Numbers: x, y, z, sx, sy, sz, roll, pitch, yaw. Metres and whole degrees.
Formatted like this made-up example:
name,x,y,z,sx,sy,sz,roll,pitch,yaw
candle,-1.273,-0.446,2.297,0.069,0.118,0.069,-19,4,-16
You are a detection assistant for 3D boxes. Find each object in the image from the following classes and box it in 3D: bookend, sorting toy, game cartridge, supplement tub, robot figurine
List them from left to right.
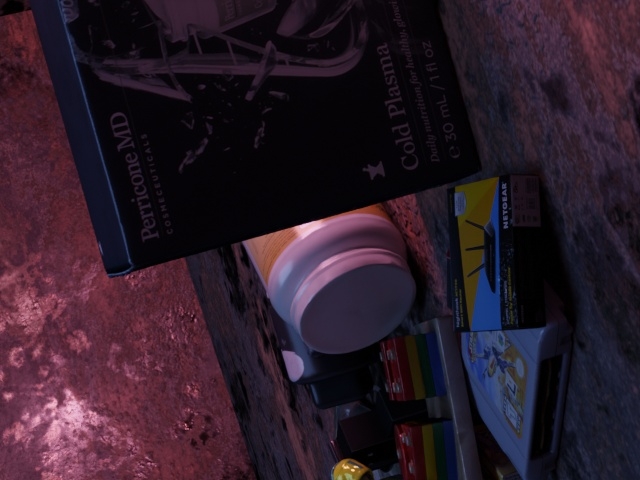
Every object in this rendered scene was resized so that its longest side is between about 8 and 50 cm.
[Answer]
name,x,y,z,sx,sy,sz,roll,pitch,yaw
supplement tub,0.000,0.000,2.057,0.228,0.228,0.316,91,158,-46
robot figurine,0.009,0.148,2.291,0.209,0.173,0.278,-19,86,64
bookend,0.102,0.304,2.134,0.157,0.156,0.072,97,153,-53
sorting toy,0.151,0.247,1.889,0.257,0.089,0.255,119,141,-83
game cartridge,0.244,0.149,1.672,0.198,0.062,0.297,-127,26,-44

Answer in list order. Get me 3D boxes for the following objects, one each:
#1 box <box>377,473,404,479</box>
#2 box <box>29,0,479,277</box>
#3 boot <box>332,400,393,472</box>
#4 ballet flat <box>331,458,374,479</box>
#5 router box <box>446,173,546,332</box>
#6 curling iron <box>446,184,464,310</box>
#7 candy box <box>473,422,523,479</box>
name,x,y,z,sx,sy,sz,roll,pitch,yaw
box,0.150,0.543,2.277,0.213,0.117,0.243,151,102,-74
box,-0.107,-0.244,1.728,0.297,0.471,0.480,168,86,-75
boot,0.090,0.384,2.448,0.208,0.076,0.190,28,134,61
ballet flat,0.080,0.458,2.108,0.077,0.077,0.231,-3,110,43
router box,0.207,0.018,1.551,0.133,0.046,0.179,-13,78,61
curling iron,0.191,0.018,1.758,0.274,0.035,0.068,98,152,-56
candy box,0.254,0.359,1.847,0.109,0.053,0.187,-126,26,-53
